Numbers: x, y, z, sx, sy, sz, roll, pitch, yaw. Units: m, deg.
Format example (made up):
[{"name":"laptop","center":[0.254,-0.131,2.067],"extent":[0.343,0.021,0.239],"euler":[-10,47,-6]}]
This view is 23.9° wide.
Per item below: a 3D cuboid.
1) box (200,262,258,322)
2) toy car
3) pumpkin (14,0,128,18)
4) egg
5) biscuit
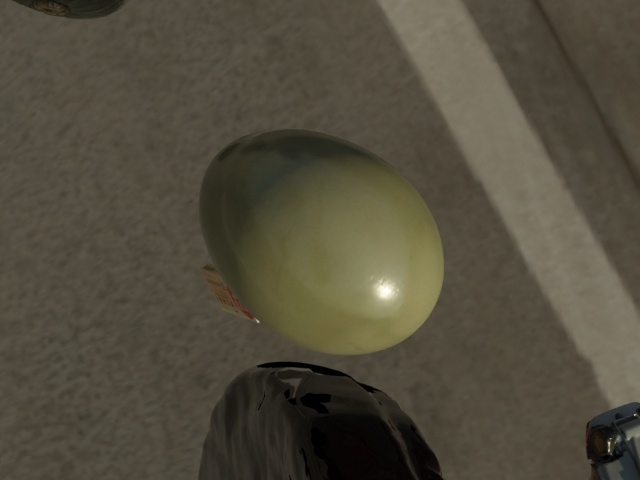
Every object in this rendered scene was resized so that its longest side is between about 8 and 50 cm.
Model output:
[{"name":"box","center":[-0.098,0.058,1.683],"extent":[0.015,0.093,0.058],"euler":[-36,112,-20]},{"name":"toy car","center":[0.293,0.232,1.414],"extent":[0.112,0.112,0.139],"euler":[-16,64,-26]},{"name":"pumpkin","center":[-0.270,-0.296,1.571],"extent":[0.167,0.167,0.125],"euler":[6,97,-36]},{"name":"egg","center":[0.000,0.000,1.365],"extent":[0.242,0.186,0.186],"euler":[35,56,-16]},{"name":"biscuit","center":[0.008,0.263,0.772],"extent":[0.091,0.407,0.407],"euler":[0,73,-15]}]
